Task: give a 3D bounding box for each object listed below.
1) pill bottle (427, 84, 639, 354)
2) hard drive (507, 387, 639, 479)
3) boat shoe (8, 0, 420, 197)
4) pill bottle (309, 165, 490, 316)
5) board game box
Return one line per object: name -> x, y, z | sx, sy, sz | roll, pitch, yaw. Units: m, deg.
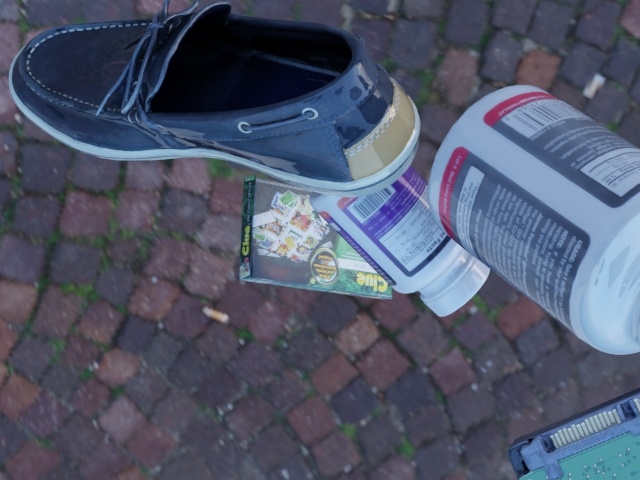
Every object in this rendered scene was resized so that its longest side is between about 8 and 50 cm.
pill bottle -> 0.261, -0.005, 1.271 | 0.176, 0.318, 0.176 | -22, 131, -27
hard drive -> 0.286, 0.235, 0.819 | 0.237, 0.064, 0.339 | -26, 86, 13
boat shoe -> -0.133, -0.172, 1.417 | 0.187, 0.500, 0.156 | -59, 146, -25
pill bottle -> 0.090, -0.012, 1.468 | 0.108, 0.108, 0.193 | -45, 102, -1
board game box -> 0.000, 0.000, 1.820 | 0.259, 0.030, 0.136 | 11, 76, -42
